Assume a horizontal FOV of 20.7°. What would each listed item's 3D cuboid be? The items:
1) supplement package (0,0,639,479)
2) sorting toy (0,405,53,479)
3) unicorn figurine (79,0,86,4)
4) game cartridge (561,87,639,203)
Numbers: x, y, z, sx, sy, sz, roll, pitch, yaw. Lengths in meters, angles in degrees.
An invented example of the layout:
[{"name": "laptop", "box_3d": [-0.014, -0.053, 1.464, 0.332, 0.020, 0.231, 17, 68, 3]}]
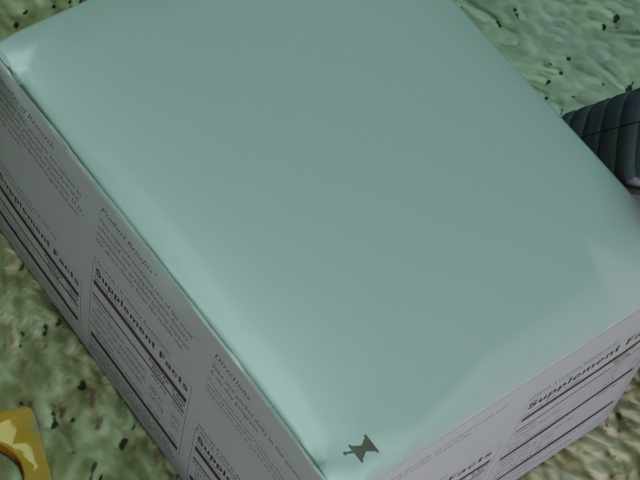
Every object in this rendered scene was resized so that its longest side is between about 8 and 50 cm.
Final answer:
[{"name": "supplement package", "box_3d": [0.000, 0.000, 0.812, 0.204, 0.145, 0.262, -29, 68, -25]}, {"name": "sorting toy", "box_3d": [-0.102, 0.214, 0.716, 0.196, 0.047, 0.347, -23, 64, -22]}, {"name": "unicorn figurine", "box_3d": [-0.082, -0.172, 0.965, 0.111, 0.060, 0.162, -4, 74, -16]}, {"name": "game cartridge", "box_3d": [0.306, -0.021, 0.838, 0.355, 0.230, 0.068, 10, 85, -5]}]
